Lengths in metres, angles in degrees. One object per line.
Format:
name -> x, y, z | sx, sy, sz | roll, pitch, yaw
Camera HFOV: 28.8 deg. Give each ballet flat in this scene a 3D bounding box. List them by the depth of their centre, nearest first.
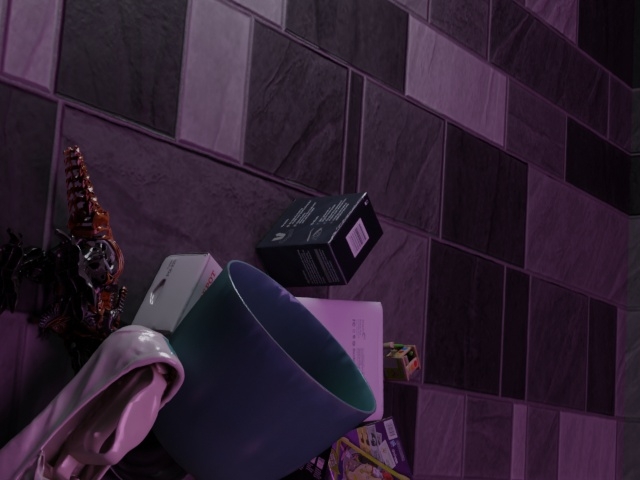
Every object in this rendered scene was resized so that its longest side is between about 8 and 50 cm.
ballet flat -> -0.318, 0.280, 1.594 | 0.400, 0.139, 0.139 | -52, 132, -15

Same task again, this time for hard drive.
hard drive -> 0.007, 0.204, 2.100 | 0.318, 0.040, 0.210 | 7, 81, -56

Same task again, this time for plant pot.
plant pot -> -0.104, 0.214, 1.765 | 0.235, 0.293, 0.293 | -45, 140, 9

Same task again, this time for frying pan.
frying pan -> -0.201, 0.263, 1.890 | 0.326, 0.053, 0.197 | -8, 92, -41

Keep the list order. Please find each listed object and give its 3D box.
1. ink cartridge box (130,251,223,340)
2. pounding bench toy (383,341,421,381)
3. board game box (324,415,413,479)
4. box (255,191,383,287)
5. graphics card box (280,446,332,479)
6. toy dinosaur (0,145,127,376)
ink cartridge box -> -0.180, 0.144, 1.951 | 0.218, 0.092, 0.159 | 52, 48, -37
pounding bench toy -> 0.157, 0.227, 2.470 | 0.065, 0.052, 0.083 | -36, 117, -51
board game box -> 0.107, 0.511, 2.273 | 0.208, 0.056, 0.347 | -7, 76, -51
box -> 0.000, 0.000, 2.163 | 0.156, 0.158, 0.093 | -52, 128, -43
graphics card box -> -0.071, 0.311, 2.095 | 0.233, 0.094, 0.371 | 42, 54, -47
toy dinosaur -> -0.343, 0.045, 1.715 | 0.322, 0.164, 0.218 | 68, 20, 5
